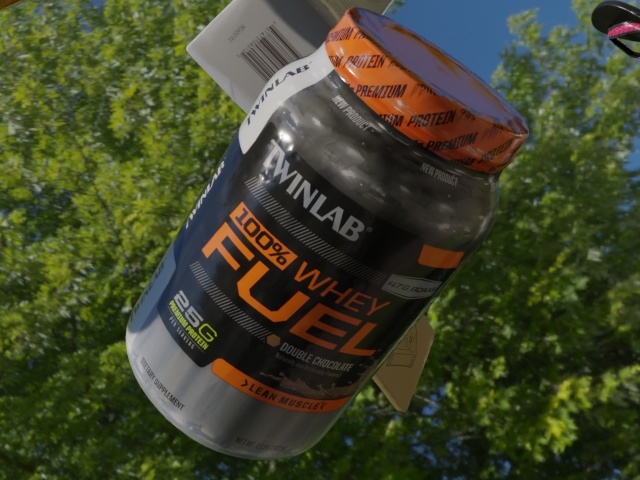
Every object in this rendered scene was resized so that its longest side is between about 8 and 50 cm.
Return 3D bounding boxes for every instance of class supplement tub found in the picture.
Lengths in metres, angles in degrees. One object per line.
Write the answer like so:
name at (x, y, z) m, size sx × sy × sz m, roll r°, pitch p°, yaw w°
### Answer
supplement tub at (0.000, 0.000, 0.654) m, size 0.207 × 0.207 × 0.338 m, roll 13°, pitch -58°, yaw -38°

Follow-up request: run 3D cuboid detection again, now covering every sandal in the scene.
sandal at (0.388, -0.246, 0.970) m, size 0.040 × 0.179 × 0.067 m, roll -50°, pitch -51°, yaw 3°

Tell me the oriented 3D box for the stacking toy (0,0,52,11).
stacking toy at (-0.491, -0.235, 0.680) m, size 0.480 × 0.351 × 0.350 m, roll -47°, pitch -58°, yaw -18°

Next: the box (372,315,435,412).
box at (0.126, 0.167, 1.342) m, size 0.201 × 0.021 × 0.164 m, roll 55°, pitch -129°, yaw -40°

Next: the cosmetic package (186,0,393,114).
cosmetic package at (-0.005, -0.339, 1.120) m, size 0.155 × 0.197 × 0.365 m, roll 45°, pitch -140°, yaw -16°
